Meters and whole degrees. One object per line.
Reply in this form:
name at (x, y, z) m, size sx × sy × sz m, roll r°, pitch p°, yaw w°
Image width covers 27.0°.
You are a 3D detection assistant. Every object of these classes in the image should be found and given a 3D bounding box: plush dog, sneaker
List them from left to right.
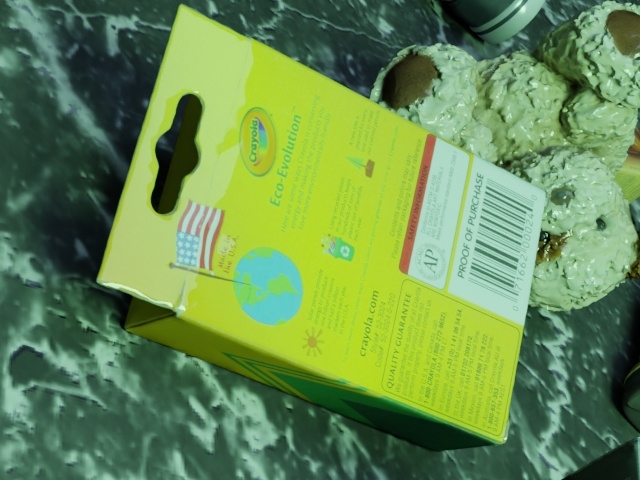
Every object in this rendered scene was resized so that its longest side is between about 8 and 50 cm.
sneaker at (0.187, -0.351, 1.420) m, size 0.127 × 0.126 × 0.321 m, roll 39°, pitch 39°, yaw -21°
plush dog at (0.181, -0.049, 1.126) m, size 0.263 × 0.210 × 0.225 m, roll -13°, pitch 75°, yaw -4°

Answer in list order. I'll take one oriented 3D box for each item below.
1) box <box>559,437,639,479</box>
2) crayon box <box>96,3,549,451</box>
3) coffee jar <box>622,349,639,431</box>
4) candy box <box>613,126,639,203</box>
box at (0.107, 0.287, 0.687) m, size 0.077 × 0.242 × 0.307 m, roll 33°, pitch 41°, yaw -20°
crayon box at (0.000, 0.000, 0.910) m, size 0.319 × 0.081 × 0.202 m, roll 26°, pitch 66°, yaw -27°
coffee jar at (0.330, 0.111, 1.194) m, size 0.096 × 0.079 × 0.184 m, roll 43°, pitch 38°, yaw -7°
candy box at (0.246, -0.103, 1.322) m, size 0.187 × 0.053 × 0.109 m, roll 10°, pitch 52°, yaw -41°
